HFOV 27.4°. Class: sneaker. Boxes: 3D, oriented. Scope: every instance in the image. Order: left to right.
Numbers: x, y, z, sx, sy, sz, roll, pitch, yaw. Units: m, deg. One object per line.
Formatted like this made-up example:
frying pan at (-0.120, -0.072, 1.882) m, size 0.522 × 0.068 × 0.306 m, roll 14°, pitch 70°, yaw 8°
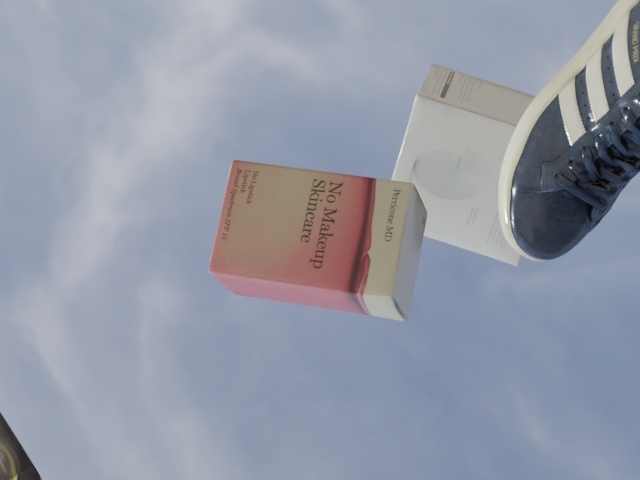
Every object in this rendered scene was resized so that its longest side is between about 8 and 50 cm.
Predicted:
sneaker at (0.297, -0.118, 1.213) m, size 0.131 × 0.350 × 0.148 m, roll 23°, pitch -166°, yaw -30°

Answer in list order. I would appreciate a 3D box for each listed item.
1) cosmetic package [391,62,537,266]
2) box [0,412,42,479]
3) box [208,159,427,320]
cosmetic package at (0.233, -0.114, 1.978) m, size 0.224 × 0.224 × 0.138 m, roll 19°, pitch -149°, yaw 5°
box at (-0.259, 0.342, 1.225) m, size 0.097 × 0.395 × 0.318 m, roll -28°, pitch -98°, yaw -21°
box at (0.000, 0.000, 1.607) m, size 0.232 × 0.127 × 0.149 m, roll 7°, pitch -104°, yaw 15°
